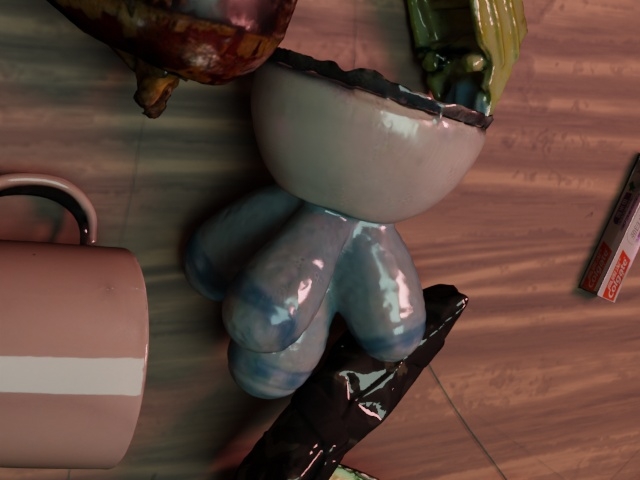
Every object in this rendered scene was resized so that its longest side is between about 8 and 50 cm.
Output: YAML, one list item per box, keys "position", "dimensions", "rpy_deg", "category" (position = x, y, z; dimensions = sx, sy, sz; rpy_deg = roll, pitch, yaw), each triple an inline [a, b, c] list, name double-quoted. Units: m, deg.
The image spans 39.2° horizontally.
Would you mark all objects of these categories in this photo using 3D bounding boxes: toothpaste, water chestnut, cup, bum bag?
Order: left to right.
- position: [-0.268, 0.062, 0.753]
  dimensions: [0.200, 0.191, 0.253]
  rpy_deg: [8, 72, -28]
  category: "cup"
- position: [-0.121, -0.211, 0.717]
  dimensions: [0.223, 0.224, 0.238]
  rpy_deg: [12, 115, -31]
  category: "water chestnut"
- position: [0.031, 0.157, 0.938]
  dimensions: [0.340, 0.144, 0.095]
  rpy_deg: [-42, 90, -22]
  category: "bum bag"
- position: [0.403, -0.016, 1.174]
  dimensions: [0.047, 0.040, 0.196]
  rpy_deg: [22, 95, -30]
  category: "toothpaste"

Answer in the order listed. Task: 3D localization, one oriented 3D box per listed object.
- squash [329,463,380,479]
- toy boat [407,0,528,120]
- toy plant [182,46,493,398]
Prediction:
- position: [0.032, 0.378, 0.993]
  dimensions: [0.234, 0.210, 0.309]
  rpy_deg: [-49, 127, -20]
  category: "squash"
- position: [0.138, -0.258, 0.906]
  dimensions: [0.084, 0.111, 0.276]
  rpy_deg: [-30, 117, -24]
  category: "toy boat"
- position: [0.000, 0.000, 0.853]
  dimensions: [0.247, 0.247, 0.332]
  rpy_deg: [12, 103, -32]
  category: "toy plant"
